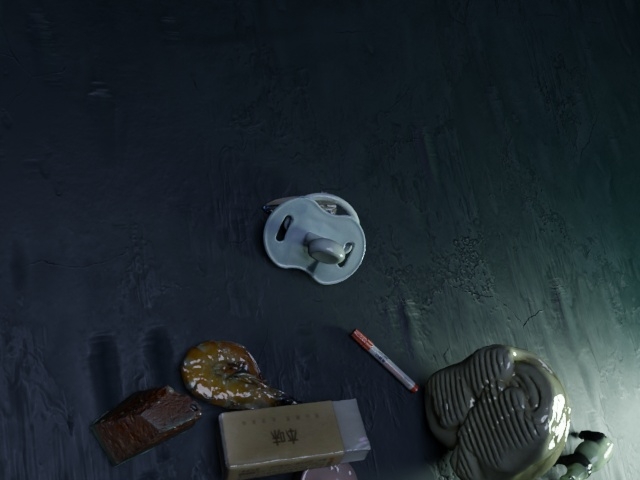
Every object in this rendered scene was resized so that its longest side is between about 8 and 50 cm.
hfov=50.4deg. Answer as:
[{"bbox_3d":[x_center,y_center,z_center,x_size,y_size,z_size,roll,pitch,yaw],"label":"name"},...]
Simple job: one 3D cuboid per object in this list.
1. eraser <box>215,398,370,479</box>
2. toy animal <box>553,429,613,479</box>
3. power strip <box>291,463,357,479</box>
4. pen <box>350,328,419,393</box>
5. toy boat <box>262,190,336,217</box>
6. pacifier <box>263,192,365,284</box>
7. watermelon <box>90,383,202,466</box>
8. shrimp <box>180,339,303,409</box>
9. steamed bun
[{"bbox_3d":[-0.065,0.461,1.588,0.343,0.078,0.144,-3,48,-18],"label":"eraser"},{"bbox_3d":[0.734,0.626,1.911,0.225,0.121,0.094,-29,87,-27],"label":"toy animal"},{"bbox_3d":[0.009,0.587,1.629,0.154,0.078,0.154,7,68,-19],"label":"power strip"},{"bbox_3d":[0.171,0.321,1.813,0.239,0.028,0.028,43,62,-7],"label":"pen"},{"bbox_3d":[-0.052,-0.090,1.829,0.210,0.066,0.084,0,76,-14],"label":"toy boat"},{"bbox_3d":[0.000,0.000,1.731,0.279,0.207,0.227,23,100,-16],"label":"pacifier"},{"bbox_3d":[-0.349,0.378,1.440,0.193,0.257,0.140,-29,87,-36],"label":"watermelon"},{"bbox_3d":[-0.183,0.332,1.639,0.317,0.062,0.164,21,59,-18],"label":"shrimp"},{"bbox_3d":[0.478,0.446,1.732,0.255,0.368,0.342,14,50,-36],"label":"steamed bun"}]
